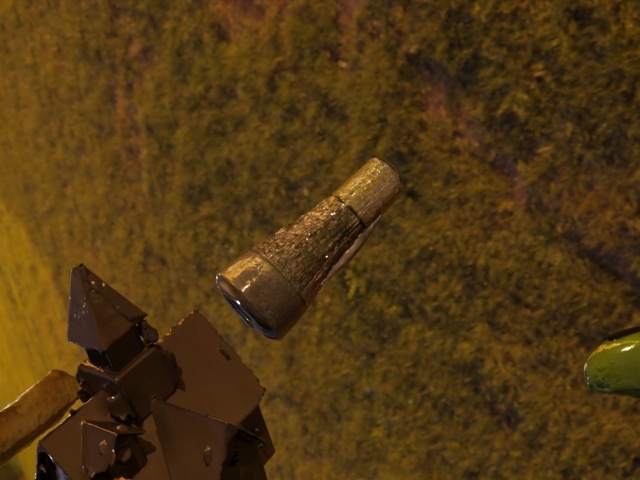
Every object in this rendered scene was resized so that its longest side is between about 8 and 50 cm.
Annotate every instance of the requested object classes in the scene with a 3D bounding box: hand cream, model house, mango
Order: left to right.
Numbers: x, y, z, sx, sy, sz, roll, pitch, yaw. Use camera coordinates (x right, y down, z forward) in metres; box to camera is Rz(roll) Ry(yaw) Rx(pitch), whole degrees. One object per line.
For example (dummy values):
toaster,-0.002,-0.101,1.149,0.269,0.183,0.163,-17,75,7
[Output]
model house,-0.137,0.125,0.801,0.176,0.181,0.248,9,130,40
hand cream,0.000,0.000,0.929,0.084,0.203,0.084,43,165,14
mango,0.364,0.135,1.071,0.074,0.165,0.091,-132,35,-72

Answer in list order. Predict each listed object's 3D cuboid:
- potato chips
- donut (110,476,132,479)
potato chips,-0.377,0.241,1.030,0.057,0.407,0.080,46,114,0
donut,-0.169,0.299,0.646,0.108,0.277,0.277,49,169,-26
